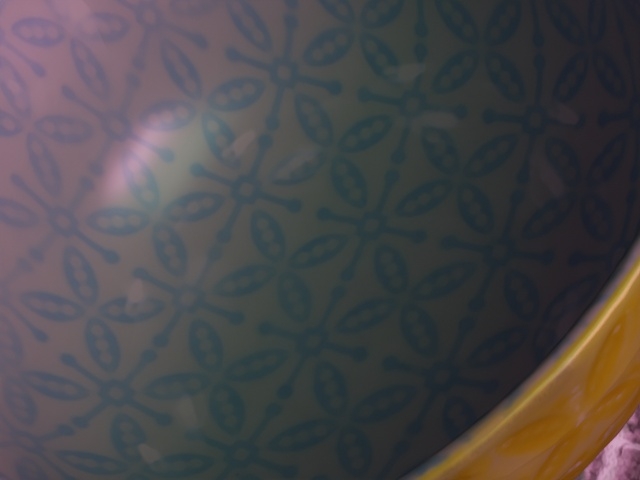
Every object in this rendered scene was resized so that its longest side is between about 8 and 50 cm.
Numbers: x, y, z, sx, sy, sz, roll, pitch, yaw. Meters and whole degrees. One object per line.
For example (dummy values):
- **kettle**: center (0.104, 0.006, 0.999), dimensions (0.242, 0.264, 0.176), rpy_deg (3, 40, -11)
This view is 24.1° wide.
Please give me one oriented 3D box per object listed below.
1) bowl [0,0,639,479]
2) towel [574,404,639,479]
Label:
- **bowl**: center (0.000, 0.000, 0.476), dimensions (0.289, 0.289, 0.156), rpy_deg (-64, 144, -21)
- **towel**: center (0.161, 0.135, 0.547), dimensions (0.235, 0.121, 0.284), rpy_deg (19, 71, -16)
